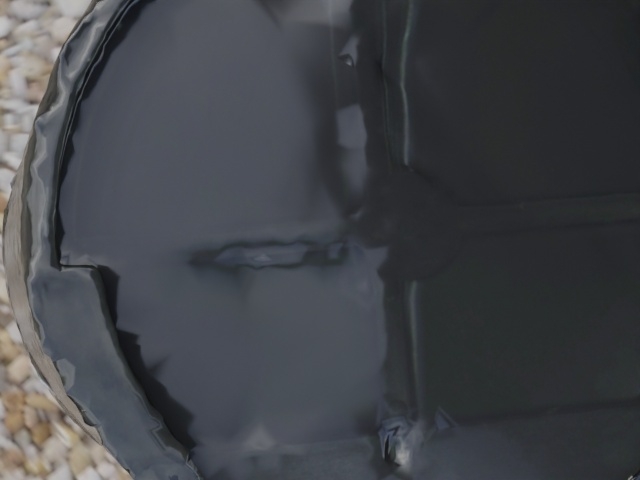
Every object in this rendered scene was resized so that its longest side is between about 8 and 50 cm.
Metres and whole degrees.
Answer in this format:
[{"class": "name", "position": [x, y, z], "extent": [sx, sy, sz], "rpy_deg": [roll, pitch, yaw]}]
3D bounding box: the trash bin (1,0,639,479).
[{"class": "trash bin", "position": [0.000, 0.000, 0.622], "extent": [0.203, 0.301, 0.252], "rpy_deg": [-23, 91, -10]}]
